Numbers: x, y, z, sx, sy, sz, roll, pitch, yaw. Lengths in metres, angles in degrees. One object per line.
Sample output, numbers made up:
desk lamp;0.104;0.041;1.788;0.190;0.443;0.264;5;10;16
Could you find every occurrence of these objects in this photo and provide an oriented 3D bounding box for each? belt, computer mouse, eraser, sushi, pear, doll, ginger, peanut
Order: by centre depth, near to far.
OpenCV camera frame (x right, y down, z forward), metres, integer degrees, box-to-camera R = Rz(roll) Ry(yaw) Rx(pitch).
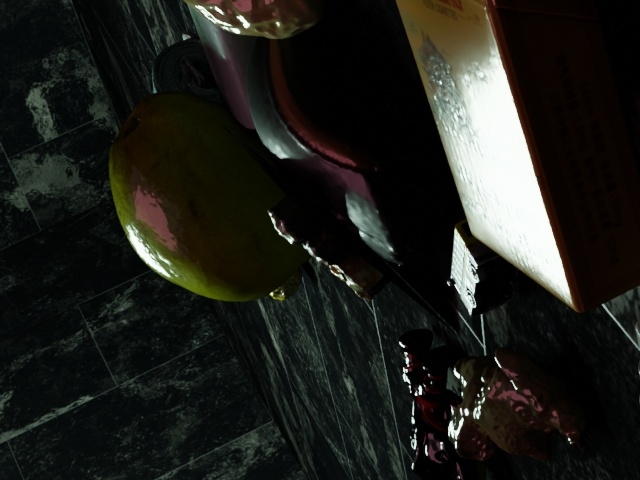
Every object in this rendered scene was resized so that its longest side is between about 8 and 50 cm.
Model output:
ginger;0.184;0.165;1.428;0.122;0.084;0.290;42;165;0
peanut;-0.093;-0.295;1.511;0.153;0.140;0.325;49;177;-40
computer mouse;0.007;-0.102;1.533;0.323;0.116;0.183;57;174;32
sushi;0.000;0.000;1.630;0.290;0.050;0.264;40;-176;-32
doll;0.147;0.228;1.726;0.127;0.088;0.249;-87;-13;-67
eraser;-0.113;-0.269;1.814;0.174;0.081;0.227;49;162;58
pear;-0.145;-0.059;1.935;0.307;0.253;0.253;43;175;-16
belt;-0.171;-0.218;2.065;0.163;0.147;0.082;26;147;26

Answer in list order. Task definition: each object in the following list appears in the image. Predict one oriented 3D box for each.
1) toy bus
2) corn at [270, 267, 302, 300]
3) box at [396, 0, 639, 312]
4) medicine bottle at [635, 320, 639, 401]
toy bus;0.147;0.020;1.296;0.102;0.052;0.058;87;158;-60
corn;-0.118;-0.015;2.403;0.313;0.102;0.102;49;162;44
box;0.135;-0.104;0.997;0.174;0.076;0.274;41;155;62
medicine bottle;0.264;0.163;1.054;0.092;0.061;0.221;-97;-10;-57
